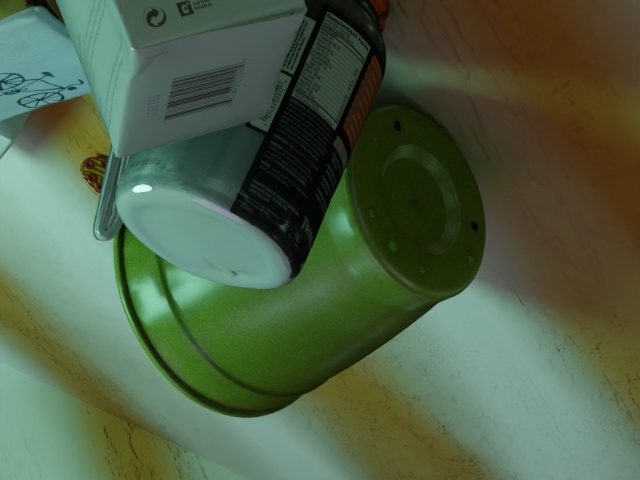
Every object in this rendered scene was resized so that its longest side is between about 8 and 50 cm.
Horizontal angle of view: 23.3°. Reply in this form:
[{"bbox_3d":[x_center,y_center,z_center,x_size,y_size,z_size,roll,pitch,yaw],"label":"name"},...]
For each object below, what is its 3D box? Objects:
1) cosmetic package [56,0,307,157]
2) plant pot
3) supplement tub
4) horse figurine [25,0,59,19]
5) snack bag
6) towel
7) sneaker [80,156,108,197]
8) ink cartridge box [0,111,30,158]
[{"bbox_3d":[-0.165,-0.295,1.342,0.156,0.385,0.217,-16,164,-17],"label":"cosmetic package"},{"bbox_3d":[0.000,0.000,1.898,0.353,0.366,0.366,-23,131,41],"label":"plant pot"},{"bbox_3d":[-0.059,-0.137,1.615,0.207,0.338,0.207,19,155,9],"label":"supplement tub"},{"bbox_3d":[-0.418,-0.345,1.754,0.263,0.066,0.174,36,-173,12],"label":"horse figurine"},{"bbox_3d":[-0.421,-0.202,1.875,0.342,0.037,0.323,-15,169,14],"label":"snack bag"},{"bbox_3d":[-0.236,-0.102,1.850,0.034,0.209,0.285,13,179,-9],"label":"towel"},{"bbox_3d":[-0.280,-0.064,2.287,0.175,0.064,0.067,32,164,-14],"label":"sneaker"},{"bbox_3d":[-0.528,-0.186,2.180,0.198,0.115,0.273,30,154,-16],"label":"ink cartridge box"}]
